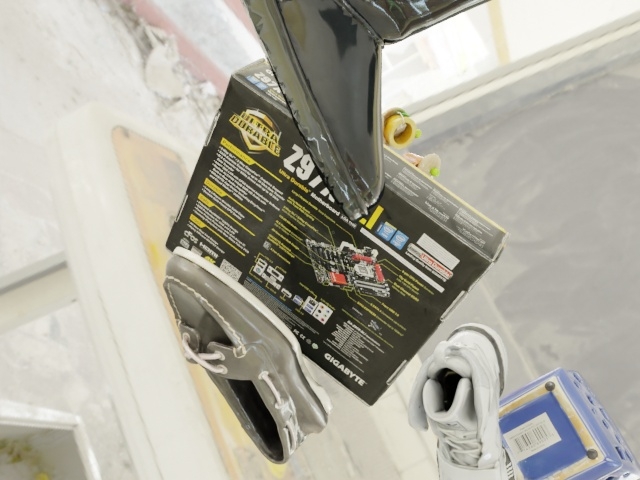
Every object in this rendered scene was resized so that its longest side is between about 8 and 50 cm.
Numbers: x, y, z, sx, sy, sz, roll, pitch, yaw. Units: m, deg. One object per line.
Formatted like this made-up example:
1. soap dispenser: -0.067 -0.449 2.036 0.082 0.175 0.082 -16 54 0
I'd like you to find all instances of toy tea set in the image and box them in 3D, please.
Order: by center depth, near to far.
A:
1. toy tea set: 0.123 -0.164 1.364 0.124 0.335 0.200 43 -48 46

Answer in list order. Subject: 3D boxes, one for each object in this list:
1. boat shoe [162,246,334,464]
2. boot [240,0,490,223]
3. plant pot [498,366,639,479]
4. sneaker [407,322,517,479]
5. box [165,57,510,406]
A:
1. boat shoe: -0.076 0.139 0.701 0.112 0.096 0.335 20 -27 35
2. boot: 0.060 -0.162 0.525 0.094 0.207 0.247 -103 169 -84
3. plant pot: 0.443 0.390 1.301 0.212 0.235 0.236 34 27 -54
4. sneaker: 0.224 0.323 1.082 0.210 0.137 0.366 4 85 -61
5. box: 0.000 0.000 0.746 0.322 0.257 0.079 36 36 8
